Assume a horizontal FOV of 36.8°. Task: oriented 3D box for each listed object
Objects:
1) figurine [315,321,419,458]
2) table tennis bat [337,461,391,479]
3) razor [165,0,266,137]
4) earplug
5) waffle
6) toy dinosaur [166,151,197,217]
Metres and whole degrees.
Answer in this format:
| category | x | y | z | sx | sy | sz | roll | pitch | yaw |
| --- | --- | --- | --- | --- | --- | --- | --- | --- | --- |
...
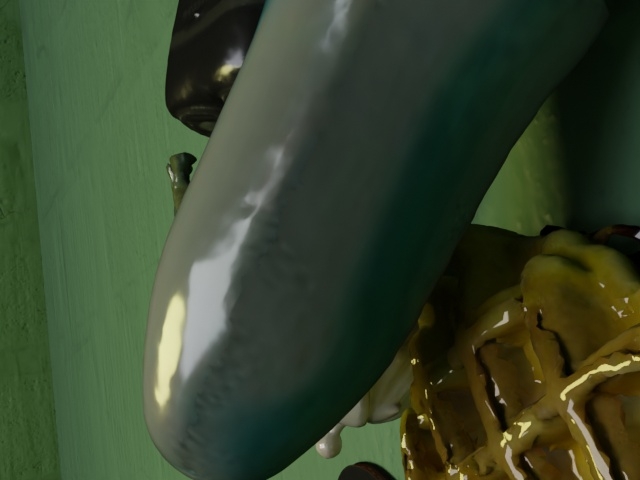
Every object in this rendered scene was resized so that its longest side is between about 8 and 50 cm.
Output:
| category | x | y | z | sx | sy | sz | roll | pitch | yaw |
| --- | --- | --- | --- | --- | --- | --- | --- | --- | --- |
| figurine | 0.023 | 0.025 | 0.683 | 0.182 | 0.145 | 0.256 | -12 | 85 | 63 |
| table tennis bat | 0.059 | 0.264 | 0.780 | 0.220 | 0.019 | 0.130 | -150 | 59 | -64 |
| razor | -0.057 | -0.267 | 0.841 | 0.204 | 0.114 | 0.348 | -7 | 79 | 61 |
| earplug | -0.003 | -0.018 | 0.525 | 0.324 | 0.185 | 0.185 | -62 | 29 | 3 |
| waffle | 0.152 | 0.180 | 0.486 | 0.380 | 0.095 | 0.382 | 17 | 111 | 63 |
| toy dinosaur | -0.092 | -0.017 | 0.863 | 0.363 | 0.077 | 0.147 | 117 | 145 | -67 |
